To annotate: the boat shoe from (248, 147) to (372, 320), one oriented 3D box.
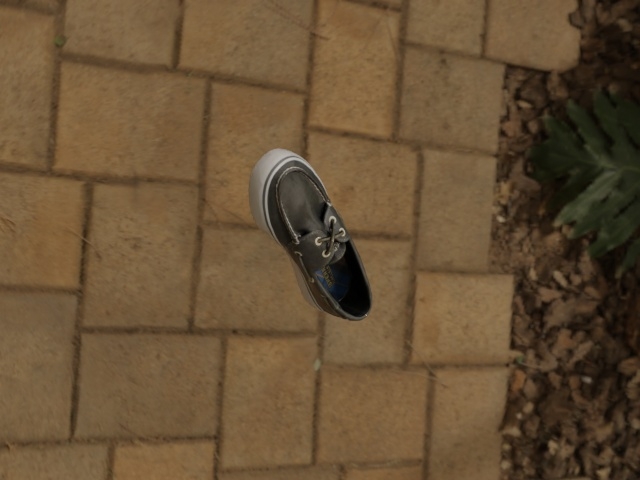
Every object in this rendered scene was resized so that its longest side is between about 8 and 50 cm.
[{"bbox_3d":[0.000,0.000,0.502,0.049,0.040,0.142,-48,141,-20],"label":"boat shoe"}]
